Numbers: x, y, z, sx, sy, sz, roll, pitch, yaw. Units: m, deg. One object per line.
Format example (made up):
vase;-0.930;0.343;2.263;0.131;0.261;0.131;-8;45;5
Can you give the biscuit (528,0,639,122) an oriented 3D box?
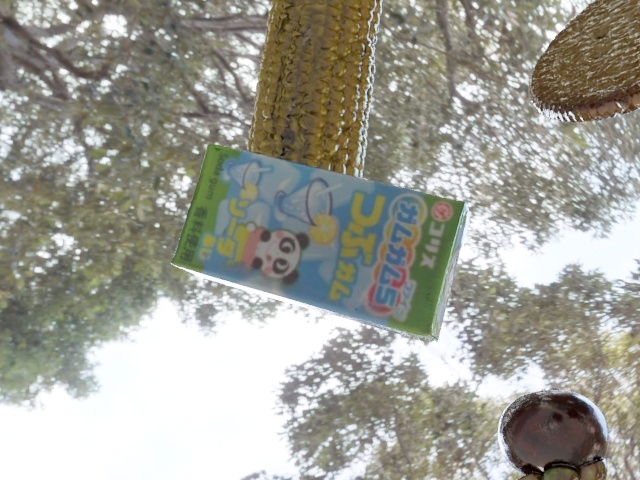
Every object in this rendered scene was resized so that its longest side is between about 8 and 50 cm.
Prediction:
biscuit;0.365;-0.229;0.833;0.305;0.305;0.038;-32;-66;22

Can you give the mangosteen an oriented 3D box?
mangosteen;0.388;0.345;1.282;0.199;0.200;0.200;-2;-95;28

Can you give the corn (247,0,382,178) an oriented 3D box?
corn;-0.005;-0.163;0.712;0.115;0.115;0.318;7;-91;28

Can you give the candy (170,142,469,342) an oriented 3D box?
candy;0.000;0.000;0.550;0.194;0.062;0.097;14;-99;15
